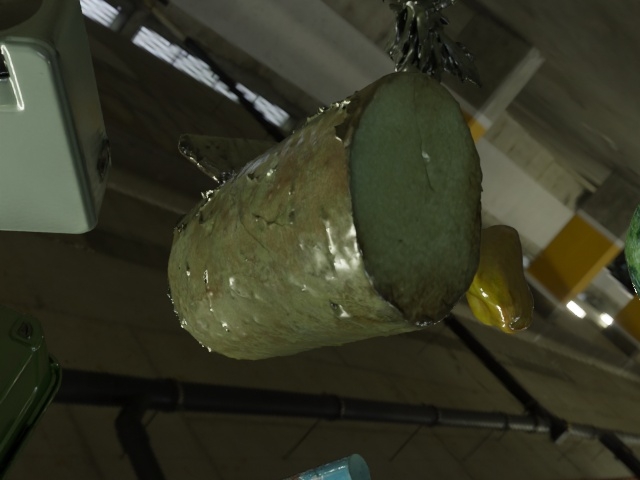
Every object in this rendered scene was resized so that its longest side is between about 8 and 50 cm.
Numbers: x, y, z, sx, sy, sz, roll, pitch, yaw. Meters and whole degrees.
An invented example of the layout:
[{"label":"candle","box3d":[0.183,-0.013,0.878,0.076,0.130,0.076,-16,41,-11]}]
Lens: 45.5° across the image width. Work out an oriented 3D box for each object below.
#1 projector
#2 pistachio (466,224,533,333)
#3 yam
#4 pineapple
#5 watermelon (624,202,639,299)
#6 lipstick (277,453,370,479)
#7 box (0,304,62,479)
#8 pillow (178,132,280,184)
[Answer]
[{"label":"projector","box3d":[-0.296,-0.104,0.559,0.256,0.192,0.099,3,-129,-2]},{"label":"pistachio","box3d":[0.257,0.055,1.142,0.110,0.100,0.190,39,-138,-39]},{"label":"yam","box3d":[0.000,0.000,0.586,0.168,0.168,0.304,34,152,-21]},{"label":"pineapple","box3d":[0.087,-0.249,0.672,0.125,0.125,0.251,-126,18,-50]},{"label":"watermelon","box3d":[0.460,0.045,0.844,0.175,0.256,0.260,-1,-115,-8]},{"label":"lipstick","box3d":[-0.013,0.315,0.970,0.048,0.157,0.048,40,-145,-36]},{"label":"box","box3d":[-0.507,0.215,0.976,0.252,0.178,0.329,24,-129,-4]},{"label":"pillow","box3d":[-0.108,-0.116,1.183,0.241,0.051,0.093,3,-125,-40]}]
